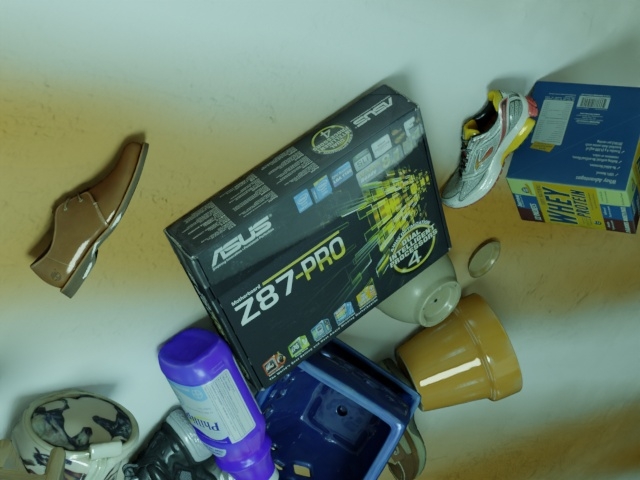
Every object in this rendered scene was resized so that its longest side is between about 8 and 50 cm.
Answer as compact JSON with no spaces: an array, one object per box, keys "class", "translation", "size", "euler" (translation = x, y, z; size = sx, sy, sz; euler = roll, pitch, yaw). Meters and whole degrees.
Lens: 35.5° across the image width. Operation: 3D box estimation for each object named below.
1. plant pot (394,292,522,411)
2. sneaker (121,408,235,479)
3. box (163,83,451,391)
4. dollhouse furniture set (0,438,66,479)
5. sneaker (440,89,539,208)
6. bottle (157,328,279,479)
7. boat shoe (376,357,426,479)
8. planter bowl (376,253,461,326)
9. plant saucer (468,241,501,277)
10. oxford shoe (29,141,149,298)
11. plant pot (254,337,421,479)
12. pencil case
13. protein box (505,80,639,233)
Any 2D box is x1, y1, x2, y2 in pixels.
[{"class":"plant pot","translation":[0.251,0.230,1.893],"size":[0.188,0.205,0.205],"euler":[-23,140,-6]},{"class":"sneaker","translation":[-0.227,0.394,1.631],"size":[0.153,0.101,0.269],"euler":[-38,137,-12]},{"class":"box","translation":[0.000,0.000,1.482],"size":[0.395,0.097,0.318],"euler":[-35,135,-15]},{"class":"dollhouse furniture set","translation":[-0.502,0.427,1.114],"size":[0.362,0.256,0.394],"euler":[10,124,-7]},{"class":"sneaker","translation":[0.259,-0.153,1.645],"size":[0.092,0.088,0.225],"euler":[20,115,-23]},{"class":"bottle","translation":[-0.144,0.266,1.511],"size":[0.092,0.118,0.283],"euler":[-40,123,-30]},{"class":"boat shoe","translation":[0.120,0.364,1.944],"size":[0.120,0.122,0.324],"euler":[-28,131,-16]},{"class":"planter bowl","translation":[0.175,0.082,1.736],"size":[0.162,0.109,0.162],"euler":[-26,139,-25]},{"class":"plant saucer","translation":[0.309,0.034,1.904],"size":[0.083,0.015,0.083],"euler":[-27,139,-26]},{"class":"oxford shoe","translation":[-0.279,-0.037,1.214],"size":[0.076,0.076,0.212],"euler":[32,88,-13]},{"class":"plant pot","translation":[0.019,0.304,1.667],"size":[0.236,0.236,0.212],"euler":[-62,166,18]},{"class":"pencil case","translation":[-0.382,0.404,1.398],"size":[0.160,0.183,0.410],"euler":[2,118,-46]},{"class":"protein box","translation":[0.440,-0.141,1.664],"size":[0.136,0.199,0.201],"euler":[54,51,-53]}]
